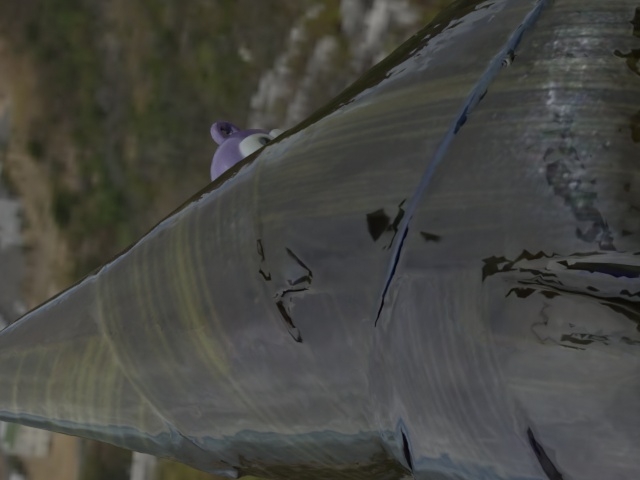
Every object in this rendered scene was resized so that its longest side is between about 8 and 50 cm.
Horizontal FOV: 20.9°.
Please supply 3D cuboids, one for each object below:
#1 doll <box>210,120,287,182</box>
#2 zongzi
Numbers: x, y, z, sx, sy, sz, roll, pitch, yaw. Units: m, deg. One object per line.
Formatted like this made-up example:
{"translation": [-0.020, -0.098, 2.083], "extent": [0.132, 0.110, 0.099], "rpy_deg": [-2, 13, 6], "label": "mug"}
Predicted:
{"translation": [0.000, 0.000, 1.021], "extent": [0.206, 0.110, 0.067], "rpy_deg": [49, 125, 20], "label": "doll"}
{"translation": [0.056, -0.052, 0.839], "extent": [0.432, 0.208, 0.403], "rpy_deg": [4, 54, 25], "label": "zongzi"}
